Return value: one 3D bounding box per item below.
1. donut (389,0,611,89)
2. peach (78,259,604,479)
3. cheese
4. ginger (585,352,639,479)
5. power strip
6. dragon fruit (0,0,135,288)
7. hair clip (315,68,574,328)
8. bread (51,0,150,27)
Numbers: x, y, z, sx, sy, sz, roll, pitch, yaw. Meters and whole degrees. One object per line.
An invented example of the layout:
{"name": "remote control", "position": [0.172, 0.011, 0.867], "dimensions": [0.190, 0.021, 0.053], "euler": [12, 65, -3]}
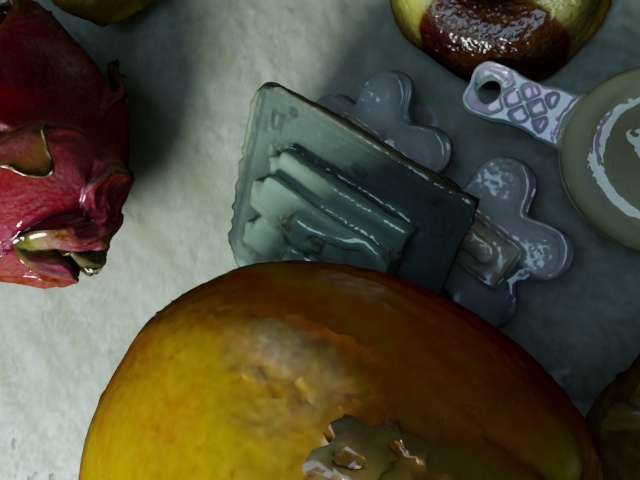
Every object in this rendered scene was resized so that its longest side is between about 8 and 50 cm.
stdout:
{"name": "donut", "position": [0.135, -0.214, 0.563], "dimensions": [0.166, 0.073, 0.184], "euler": [-39, 75, 15]}
{"name": "peach", "position": [-0.003, 0.180, 0.476], "dimensions": [0.372, 0.373, 0.290], "euler": [8, 61, 24]}
{"name": "cheese", "position": [0.213, -0.073, 0.512], "dimensions": [0.227, 0.064, 0.137], "euler": [26, 95, 15]}
{"name": "ginger", "position": [0.359, 0.059, 0.398], "dimensions": [0.418, 0.176, 0.254], "euler": [-40, 68, 12]}
{"name": "power strip", "position": [0.000, 0.000, 0.568], "dimensions": [0.213, 0.064, 0.198], "euler": [31, 133, 21]}
{"name": "dragon fruit", "position": [-0.300, -0.104, 0.669], "dimensions": [0.250, 0.250, 0.315], "euler": [-19, 64, 22]}
{"name": "hair clip", "position": [0.081, -0.038, 0.582], "dimensions": [0.257, 0.075, 0.146], "euler": [38, 105, 14]}
{"name": "bread", "position": [-0.256, -0.406, 0.725], "dimensions": [0.185, 0.109, 0.381], "euler": [-32, 77, 11]}
